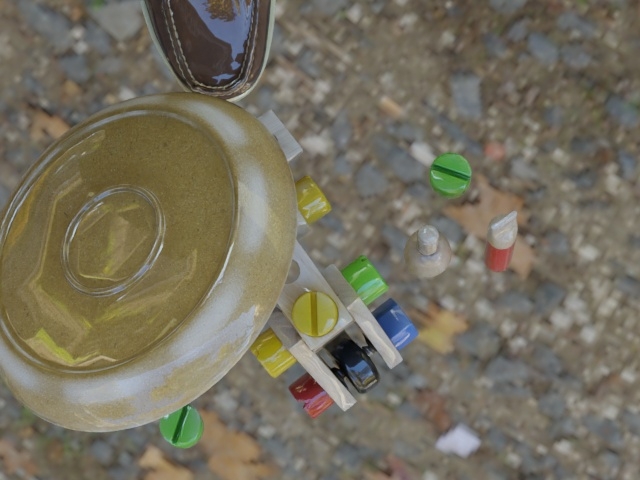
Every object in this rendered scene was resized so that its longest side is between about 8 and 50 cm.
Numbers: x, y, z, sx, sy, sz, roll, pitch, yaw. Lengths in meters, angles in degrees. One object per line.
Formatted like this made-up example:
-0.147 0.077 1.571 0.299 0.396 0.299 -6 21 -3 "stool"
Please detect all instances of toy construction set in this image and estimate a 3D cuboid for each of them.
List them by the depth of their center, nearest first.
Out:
0.000 0.000 1.302 0.309 0.257 0.237 -11 167 0 "toy construction set"

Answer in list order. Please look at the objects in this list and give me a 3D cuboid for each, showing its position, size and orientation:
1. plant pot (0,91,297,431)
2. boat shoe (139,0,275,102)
-0.126 0.004 1.061 0.236 0.236 0.032 8 160 34 "plant pot"
-0.084 -0.220 1.127 0.095 0.095 0.257 -8 93 -1 "boat shoe"
